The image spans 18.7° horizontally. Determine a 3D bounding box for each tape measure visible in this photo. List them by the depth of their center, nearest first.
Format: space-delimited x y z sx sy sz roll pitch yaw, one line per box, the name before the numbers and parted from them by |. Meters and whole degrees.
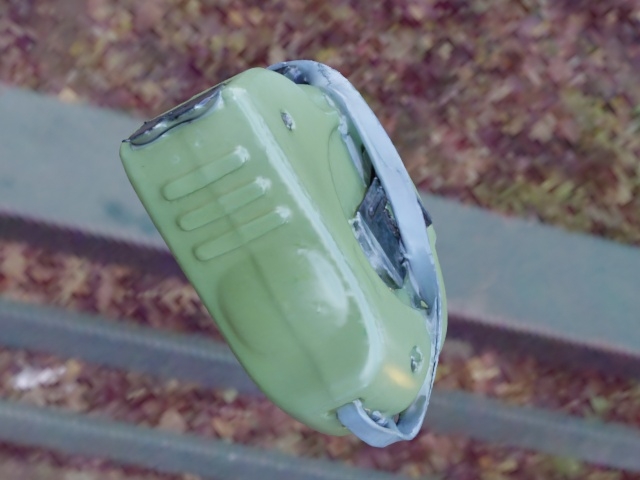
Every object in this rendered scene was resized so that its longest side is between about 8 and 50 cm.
tape measure | 0.000 0.000 0.968 0.200 0.106 0.175 58 23 -10
